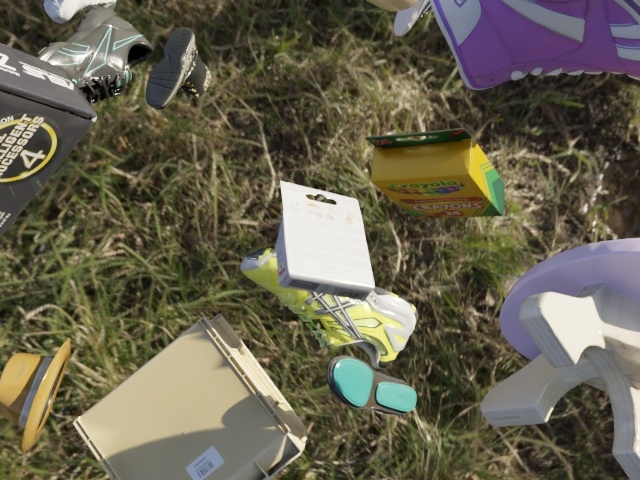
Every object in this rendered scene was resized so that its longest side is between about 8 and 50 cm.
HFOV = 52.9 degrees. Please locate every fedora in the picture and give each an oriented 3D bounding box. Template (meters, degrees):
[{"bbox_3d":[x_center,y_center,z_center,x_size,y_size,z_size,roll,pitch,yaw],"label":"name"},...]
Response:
[{"bbox_3d":[-0.450,0.228,0.991,0.079,0.194,0.194,19,70,-13],"label":"fedora"}]

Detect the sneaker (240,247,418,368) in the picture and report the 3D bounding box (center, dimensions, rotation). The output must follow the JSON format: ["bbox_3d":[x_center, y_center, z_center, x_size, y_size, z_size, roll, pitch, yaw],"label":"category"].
[{"bbox_3d":[0.013,0.133,1.295,0.385,0.145,0.147,24,72,-8],"label":"sneaker"}]

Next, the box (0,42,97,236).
[{"bbox_3d":[-0.465,-0.048,0.629,0.395,0.318,0.097,-43,67,15],"label":"box"}]

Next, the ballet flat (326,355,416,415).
[{"bbox_3d":[0.062,0.223,0.974,0.074,0.203,0.074,-25,51,36],"label":"ballet flat"}]

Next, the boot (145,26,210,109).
[{"bbox_3d":[-0.363,-0.412,1.688,0.085,0.178,0.236,12,72,14],"label":"boot"}]

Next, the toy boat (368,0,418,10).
[{"bbox_3d":[0.045,-0.534,1.119,0.318,0.267,0.148,39,112,14],"label":"toy boat"}]

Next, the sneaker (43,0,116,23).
[{"bbox_3d":[-0.446,-0.483,1.249,0.090,0.115,0.232,-7,50,27],"label":"sneaker"}]

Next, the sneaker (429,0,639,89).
[{"bbox_3d":[0.203,-0.174,0.533,0.161,0.282,0.102,-35,51,39],"label":"sneaker"}]

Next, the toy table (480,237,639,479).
[{"bbox_3d":[0.297,0.119,0.669,0.252,0.274,0.161,45,48,-6],"label":"toy table"}]

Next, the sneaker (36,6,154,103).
[{"bbox_3d":[-0.353,-0.254,0.970,0.106,0.101,0.267,31,55,-7],"label":"sneaker"}]

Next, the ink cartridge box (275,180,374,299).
[{"bbox_3d":[0.000,0.000,0.995,0.146,0.045,0.179,11,47,-24],"label":"ink cartridge box"}]

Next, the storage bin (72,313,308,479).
[{"bbox_3d":[-0.196,0.297,1.016,0.262,0.123,0.260,-39,80,-2],"label":"storage bin"}]

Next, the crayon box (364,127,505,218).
[{"bbox_3d":[0.235,-0.125,1.298,0.202,0.318,0.081,-1,74,30],"label":"crayon box"}]

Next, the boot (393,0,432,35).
[{"bbox_3d":[0.266,-0.601,1.658,0.086,0.190,0.069,-1,59,-26],"label":"boot"}]
